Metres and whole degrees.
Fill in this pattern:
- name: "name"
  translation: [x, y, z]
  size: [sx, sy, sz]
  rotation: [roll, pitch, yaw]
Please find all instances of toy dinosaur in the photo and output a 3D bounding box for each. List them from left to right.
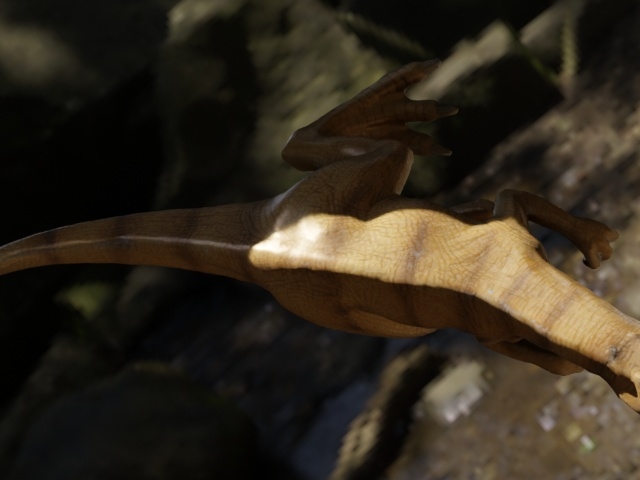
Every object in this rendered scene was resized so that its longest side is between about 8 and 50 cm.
- name: "toy dinosaur"
  translation: [0.000, 0.000, 0.451]
  size: [0.211, 0.064, 0.112]
  rotation: [8, 22, 18]
